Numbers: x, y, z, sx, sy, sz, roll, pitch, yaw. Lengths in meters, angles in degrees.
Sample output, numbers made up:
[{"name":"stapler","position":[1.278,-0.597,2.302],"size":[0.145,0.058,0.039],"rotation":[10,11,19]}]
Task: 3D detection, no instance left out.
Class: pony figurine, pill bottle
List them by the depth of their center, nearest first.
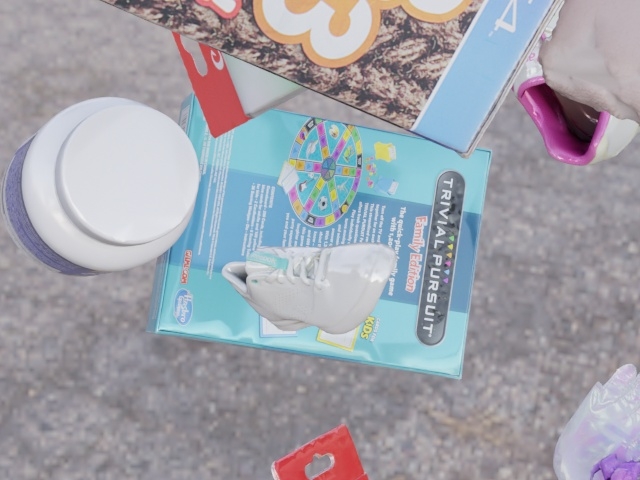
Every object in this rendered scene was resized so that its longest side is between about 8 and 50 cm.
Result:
[{"name":"pill bottle","position":[-0.142,-0.034,0.942],"size":[0.112,0.112,0.187],"rotation":[-3,-2,-19]},{"name":"pony figurine","position":[0.373,0.374,1.796],"size":[0.303,0.351,0.363],"rotation":[43,11,8]}]

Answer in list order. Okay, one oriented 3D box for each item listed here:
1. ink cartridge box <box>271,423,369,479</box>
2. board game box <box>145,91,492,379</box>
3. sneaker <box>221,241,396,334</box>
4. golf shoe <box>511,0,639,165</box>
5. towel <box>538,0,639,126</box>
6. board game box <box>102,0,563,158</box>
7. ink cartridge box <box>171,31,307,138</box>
[{"name":"ink cartridge box","position":[0.000,0.293,1.277],"size":[0.078,0.231,0.134],"rotation":[-18,0,32]},{"name":"board game box","position":[0.000,0.000,1.558],"size":[0.336,0.254,0.079],"rotation":[10,-6,-15]},{"name":"sneaker","position":[-0.019,0.034,1.292],"size":[0.094,0.080,0.212],"rotation":[32,-25,-23]},{"name":"golf shoe","position":[0.183,-0.199,1.169],"size":[0.115,0.306,0.140],"rotation":[-17,21,41]},{"name":"towel","position":[0.276,-0.151,0.503],"size":[0.332,0.317,0.053],"rotation":[23,-3,39]},{"name":"board game box","position":[-0.072,-0.179,0.488],"size":[0.291,0.141,0.232],"rotation":[20,19,-32]},{"name":"ink cartridge box","position":[-0.083,-0.184,1.165],"size":[0.056,0.181,0.225],"rotation":[-21,1,-36]}]
